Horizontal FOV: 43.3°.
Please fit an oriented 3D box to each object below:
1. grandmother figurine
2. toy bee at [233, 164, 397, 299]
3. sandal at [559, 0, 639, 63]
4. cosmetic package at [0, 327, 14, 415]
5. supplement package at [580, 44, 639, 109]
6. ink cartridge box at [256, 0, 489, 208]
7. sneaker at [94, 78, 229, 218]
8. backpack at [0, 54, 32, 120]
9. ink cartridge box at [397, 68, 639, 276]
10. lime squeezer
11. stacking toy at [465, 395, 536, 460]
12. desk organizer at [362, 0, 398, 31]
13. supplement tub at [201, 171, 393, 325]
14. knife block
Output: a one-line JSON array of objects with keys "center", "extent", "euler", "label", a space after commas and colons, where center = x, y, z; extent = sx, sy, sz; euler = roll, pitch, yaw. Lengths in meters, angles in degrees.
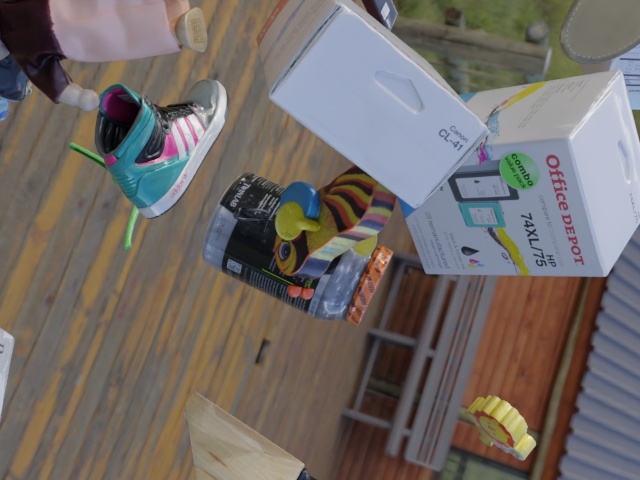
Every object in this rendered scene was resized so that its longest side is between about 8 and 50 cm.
[{"center": [-0.317, -0.264, 1.003], "extent": [0.104, 0.342, 0.208], "euler": [-45, 131, -75], "label": "grandmother figurine"}, {"center": [0.000, 0.000, 1.196], "extent": [0.298, 0.195, 0.162], "euler": [144, -55, -60], "label": "toy bee"}, {"center": [0.347, -0.287, 0.879], "extent": [0.240, 0.088, 0.079], "euler": [-53, 179, 7], "label": "sandal"}, {"center": [-0.494, 0.095, 0.694], "extent": [0.453, 0.161, 0.230], "euler": [52, 23, -47], "label": "cosmetic package"}, {"center": [0.536, -0.366, 1.256], "extent": [0.199, 0.197, 0.263], "euler": [-88, 178, -47], "label": "supplement package"}, {"center": [0.047, -0.199, 0.986], "extent": [0.131, 0.226, 0.306], "euler": [-49, -159, 17], "label": "ink cartridge box"}, {"center": [-0.268, -0.200, 1.313], "extent": [0.178, 0.123, 0.296], "euler": [50, 45, -36], "label": "sneaker"}, {"center": [-0.622, -0.345, 1.462], "extent": [0.191, 0.225, 0.254], "euler": [-57, -153, 20], "label": "backpack"}, {"center": [0.268, -0.084, 1.088], "extent": [0.197, 0.270, 0.198], "euler": [-44, 120, -39], "label": "ink cartridge box"}, {"center": [-0.455, -0.114, 1.822], "extent": [0.109, 0.310, 0.059], "euler": [-28, 157, -14], "label": "lime squeezer"}, {"center": [0.125, 0.249, 0.621], "extent": [0.167, 0.052, 0.221], "euler": [-44, 121, -21], "label": "stacking toy"}, {"center": [0.070, -0.383, 1.254], "extent": [0.130, 0.050, 0.047], "euler": [53, 53, -47], "label": "desk organizer"}, {"center": [-0.040, 0.021, 1.474], "extent": [0.194, 0.315, 0.193], "euler": [-62, 173, -13], "label": "supplement tub"}, {"center": [-0.078, 0.364, 1.275], "extent": [0.088, 0.241, 0.276], "euler": [103, -25, -62], "label": "knife block"}]
